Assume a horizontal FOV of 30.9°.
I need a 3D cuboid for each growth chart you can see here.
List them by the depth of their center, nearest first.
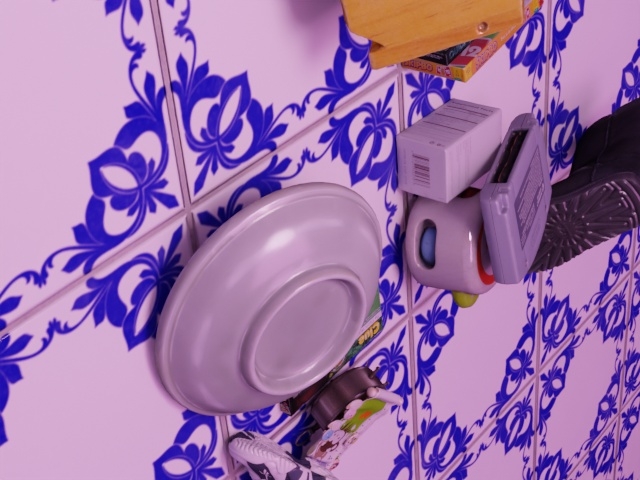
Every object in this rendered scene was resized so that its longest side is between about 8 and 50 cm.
[{"bbox_3d":[0.042,0.334,1.981,0.237,0.021,0.172,-48,154,15],"label":"growth chart"}]

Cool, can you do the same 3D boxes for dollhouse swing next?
[{"bbox_3d":[0.133,-0.490,1.606,0.315,0.305,0.347,-18,128,-2],"label":"dollhouse swing"}]

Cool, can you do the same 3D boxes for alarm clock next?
[{"bbox_3d":[0.030,0.283,1.970,0.192,0.064,0.129,-41,156,-6],"label":"alarm clock"}]

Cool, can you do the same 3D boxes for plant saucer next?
[{"bbox_3d":[-0.044,0.111,1.664,0.400,0.100,0.400,-26,137,-27],"label":"plant saucer"}]

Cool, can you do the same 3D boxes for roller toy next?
[{"bbox_3d":[0.241,-0.007,2.059,0.209,0.146,0.191,-65,146,-27],"label":"roller toy"}]

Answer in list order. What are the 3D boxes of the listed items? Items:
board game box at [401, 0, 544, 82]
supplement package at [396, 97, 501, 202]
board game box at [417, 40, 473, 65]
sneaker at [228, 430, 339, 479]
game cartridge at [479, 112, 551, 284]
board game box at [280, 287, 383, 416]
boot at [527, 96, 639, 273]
[{"bbox_3d":[0.255,-0.352,1.916,0.259,0.124,0.039,-44,138,-34],"label":"board game box"},{"bbox_3d":[0.222,-0.157,1.989,0.179,0.105,0.105,-35,131,-40],"label":"supplement package"},{"bbox_3d":[0.197,-0.346,1.835,0.186,0.126,0.026,-45,140,-33],"label":"board game box"},{"bbox_3d":[-0.086,0.408,1.857,0.235,0.094,0.153,33,90,-46],"label":"sneaker"},{"bbox_3d":[0.344,-0.066,2.020,0.297,0.062,0.198,-59,145,-49],"label":"game cartridge"},{"bbox_3d":[0.016,0.165,1.937,0.259,0.030,0.136,-39,134,-37],"label":"board game box"},{"bbox_3d":[0.518,-0.124,2.356,0.146,0.367,0.445,62,29,-20],"label":"boot"}]
